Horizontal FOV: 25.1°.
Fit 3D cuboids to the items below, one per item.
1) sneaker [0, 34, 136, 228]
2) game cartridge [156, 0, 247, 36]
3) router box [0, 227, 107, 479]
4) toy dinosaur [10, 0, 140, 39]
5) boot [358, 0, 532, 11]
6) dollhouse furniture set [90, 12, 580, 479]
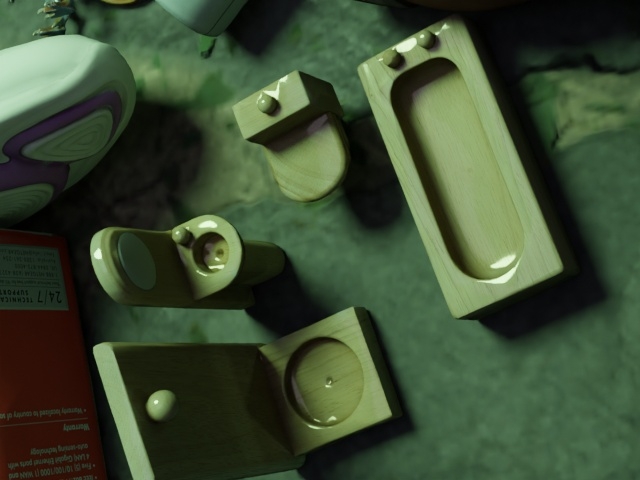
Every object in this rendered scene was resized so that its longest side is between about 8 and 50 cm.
[{"bbox_3d":[-0.229,-0.062,0.679,0.305,0.114,0.152,-15,81,25],"label":"sneaker"},{"bbox_3d":[-0.086,-0.259,0.659,0.297,0.062,0.198,45,110,22],"label":"game cartridge"},{"bbox_3d":[-0.254,0.178,0.693,0.335,0.082,0.301,-15,80,25],"label":"router box"},{"bbox_3d":[-0.134,-0.137,0.692,0.090,0.047,0.082,-10,70,-7],"label":"toy dinosaur"},{"bbox_3d":[0.090,-0.158,0.450,0.280,0.264,0.096,9,55,26],"label":"boot"},{"bbox_3d":[0.000,0.000,0.555,0.151,0.123,0.144,-26,76,23],"label":"dollhouse furniture set"}]
